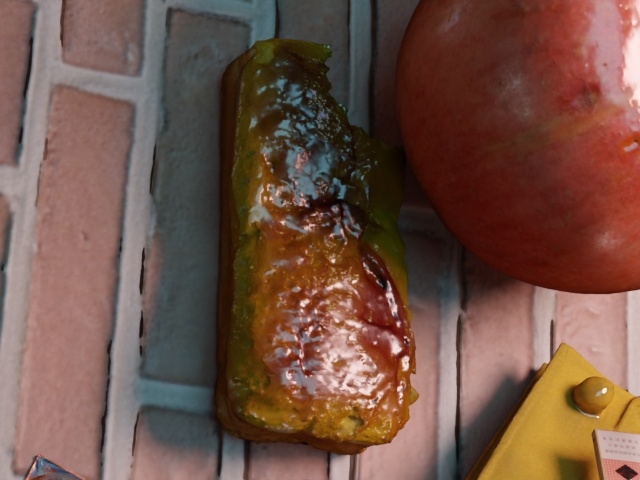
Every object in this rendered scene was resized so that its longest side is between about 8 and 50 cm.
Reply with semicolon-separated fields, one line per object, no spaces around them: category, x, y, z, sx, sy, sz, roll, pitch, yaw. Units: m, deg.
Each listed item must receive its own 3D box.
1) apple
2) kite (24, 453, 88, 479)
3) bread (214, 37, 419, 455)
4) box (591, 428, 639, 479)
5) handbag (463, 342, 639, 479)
apple;0.238;-0.131;1.652;0.364;0.364;0.363;8;69;-21
kite;-0.210;0.252;1.509;0.190;0.010;0.159;-16;79;-27
bread;0.000;0.000;1.637;0.185;0.109;0.380;8;67;-21
box;0.262;0.200;1.575;0.046;0.012;0.083;8;45;-11
handbag;0.321;0.278;1.612;0.401;0.133;0.283;30;50;12
